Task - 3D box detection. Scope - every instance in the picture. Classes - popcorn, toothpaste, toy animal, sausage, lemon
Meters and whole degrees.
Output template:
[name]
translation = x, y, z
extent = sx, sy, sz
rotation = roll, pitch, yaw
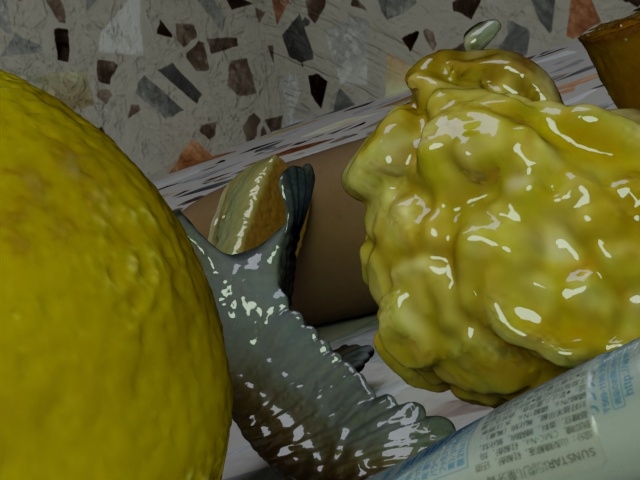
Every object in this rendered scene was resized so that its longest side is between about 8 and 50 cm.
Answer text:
[popcorn]
translation = 0.099, 0.010, 0.795
extent = 0.163, 0.194, 0.140
rotation = -61, 3, 7
[toothpaste]
translation = 0.078, 0.086, 0.730
extent = 0.234, 0.057, 0.089
rotation = -23, 3, 29
[toy animal]
translation = -0.052, 0.063, 0.951
extent = 0.197, 0.160, 0.272
rotation = -21, 0, 0
[sausage]
translation = 0.000, 0.000, 1.321
extent = 0.253, 0.123, 0.123
rotation = -17, 7, 38
[lemon]
translation = -0.169, 0.062, 0.700
extent = 0.293, 0.293, 0.293
rotation = -19, 7, 2

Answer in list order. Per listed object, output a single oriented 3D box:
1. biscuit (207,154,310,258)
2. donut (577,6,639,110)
[biscuit]
translation = -0.054, 0.026, 1.200
extent = 0.056, 0.052, 0.188
rotation = -28, 33, 37
[donut]
translation = 0.403, -0.201, 1.833
extent = 0.278, 0.108, 0.277
rotation = -20, 6, 2
